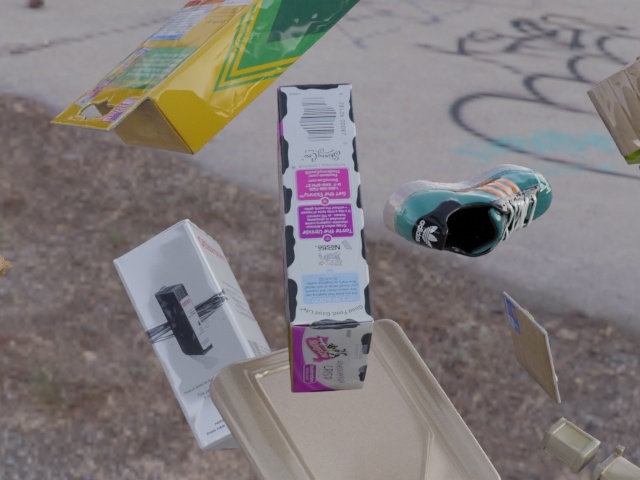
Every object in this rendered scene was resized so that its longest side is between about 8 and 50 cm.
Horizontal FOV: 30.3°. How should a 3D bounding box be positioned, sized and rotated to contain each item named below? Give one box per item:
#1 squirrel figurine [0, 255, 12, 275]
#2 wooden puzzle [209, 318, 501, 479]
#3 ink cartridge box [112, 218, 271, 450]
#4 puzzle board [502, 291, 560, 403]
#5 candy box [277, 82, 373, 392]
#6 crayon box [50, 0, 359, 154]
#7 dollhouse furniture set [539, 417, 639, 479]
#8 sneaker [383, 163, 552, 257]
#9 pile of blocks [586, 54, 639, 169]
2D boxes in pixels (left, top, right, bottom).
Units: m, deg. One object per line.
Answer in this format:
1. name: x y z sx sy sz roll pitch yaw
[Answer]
1. squirrel figurine: -0.369 -0.109 0.818 0.397 0.370 0.281 7 11 44
2. wooden puzzle: 0.035 0.193 1.124 0.238 0.044 0.221 -15 62 -42
3. ink cartridge box: -0.145 0.129 1.553 0.114 0.273 0.197 -27 -13 3
4. puzzle board: 0.267 0.134 1.490 0.011 0.128 0.096 -26 38 -10
5. candy box: 0.000 0.000 1.055 0.071 0.159 0.233 -3 62 -3
6. crayon box: -0.123 -0.199 1.288 0.323 0.083 0.203 -44 26 -17
7. dollhouse furniture set: 0.376 0.286 1.443 0.182 0.101 0.161 33 38 29
8. sneaker: 0.238 -0.032 1.695 0.302 0.108 0.121 -11 35 -35
9. pile of blocks: 0.447 -0.076 1.333 0.362 0.149 0.112 35 -1 -3
